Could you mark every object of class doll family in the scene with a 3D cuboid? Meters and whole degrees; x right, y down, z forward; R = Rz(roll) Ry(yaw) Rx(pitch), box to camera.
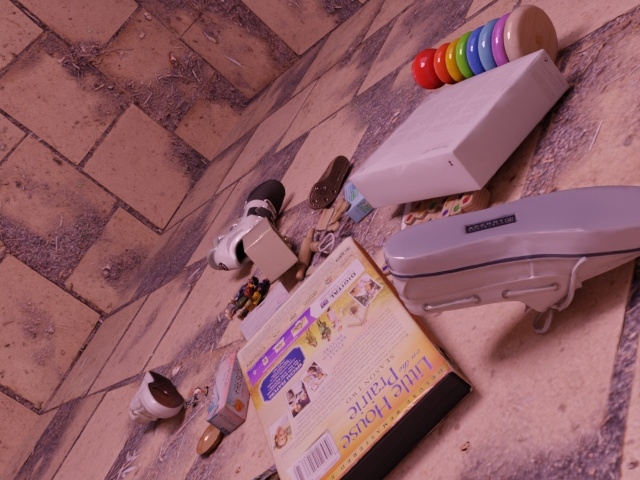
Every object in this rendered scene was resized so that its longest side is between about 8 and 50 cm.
[{"bbox_3d":[-0.168,0.132,1.891,0.111,0.076,0.193,-50,15,16],"label":"doll family"}]

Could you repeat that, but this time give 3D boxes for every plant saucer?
[{"bbox_3d":[-0.225,0.409,1.579,0.083,0.015,0.083,-44,19,19],"label":"plant saucer"}]

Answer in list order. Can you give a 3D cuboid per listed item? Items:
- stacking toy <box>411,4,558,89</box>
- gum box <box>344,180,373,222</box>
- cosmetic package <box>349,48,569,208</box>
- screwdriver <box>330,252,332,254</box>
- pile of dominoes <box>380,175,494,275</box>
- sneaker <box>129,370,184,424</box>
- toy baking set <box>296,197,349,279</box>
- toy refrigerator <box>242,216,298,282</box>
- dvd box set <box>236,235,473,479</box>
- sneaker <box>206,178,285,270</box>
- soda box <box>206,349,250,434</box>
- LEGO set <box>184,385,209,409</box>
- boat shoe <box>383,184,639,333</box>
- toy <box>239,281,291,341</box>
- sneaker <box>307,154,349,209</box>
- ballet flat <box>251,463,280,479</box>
[{"bbox_3d":[0.316,-0.374,1.577,0.330,0.141,0.141,-4,48,54],"label":"stacking toy"},{"bbox_3d":[0.134,-0.144,1.777,0.184,0.041,0.157,-44,20,20],"label":"gum box"},{"bbox_3d":[0.252,-0.202,1.474,0.284,0.097,0.377,-45,15,-20],"label":"cosmetic package"},{"bbox_3d":[0.045,0.057,1.623,0.024,0.025,0.170,-47,18,8],"label":"screwdriver"},{"bbox_3d":[0.210,-0.046,1.420,0.251,0.040,0.196,-26,30,49],"label":"pile of dominoes"},{"bbox_3d":[-0.411,0.415,1.885,0.123,0.106,0.290,-62,12,-6],"label":"sneaker"},{"bbox_3d":[-0.003,0.002,1.767,0.197,0.030,0.256,-47,21,49],"label":"toy baking set"},{"bbox_3d":[-0.126,0.015,1.896,0.094,0.102,0.269,-40,10,-1],"label":"toy refrigerator"},{"bbox_3d":[0.027,0.201,1.201,0.307,0.062,0.420,-47,30,7],"label":"dvd box set"},{"bbox_3d":[-0.176,-0.038,2.201,0.146,0.122,0.330,7,56,47],"label":"sneaker"},{"bbox_3d":[-0.187,0.316,1.603,0.063,0.058,0.183,-42,20,22],"label":"soda box"},{"bbox_3d":[-0.300,0.371,1.806,0.083,0.023,0.054,-48,19,5],"label":"LEGO set"},{"bbox_3d":[0.275,0.041,0.977,0.367,0.156,0.136,-12,26,14],"label":"boat shoe"},{"bbox_3d":[-0.087,0.191,1.619,0.137,0.056,0.237,-46,24,0],"label":"toy"},{"bbox_3d":[0.019,-0.142,2.028,0.188,0.066,0.071,-55,2,-29],"label":"sneaker"},{"bbox_3d":[-0.079,0.392,1.249,0.114,0.041,0.041,-44,20,22],"label":"ballet flat"}]
